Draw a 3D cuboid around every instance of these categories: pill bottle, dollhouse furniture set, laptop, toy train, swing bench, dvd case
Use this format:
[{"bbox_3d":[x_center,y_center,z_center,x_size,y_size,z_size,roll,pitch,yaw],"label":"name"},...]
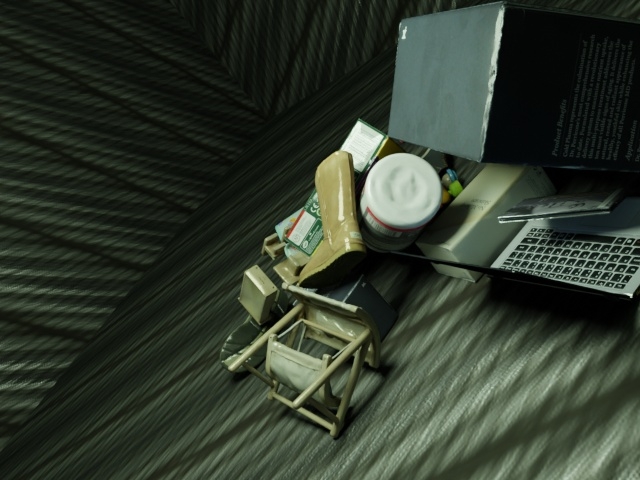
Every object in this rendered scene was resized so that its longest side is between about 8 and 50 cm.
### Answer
[{"bbox_3d":[0.175,-0.072,1.630,0.176,0.176,0.318,-46,-8,-14],"label":"pill bottle"},{"bbox_3d":[-0.104,0.111,1.951,0.242,0.212,0.161,-31,-23,-30],"label":"dollhouse furniture set"},{"bbox_3d":[0.425,-0.023,1.307,0.408,0.236,0.382,-47,22,-16],"label":"laptop"},{"bbox_3d":[0.334,-0.117,1.862,0.143,0.105,0.248,-24,23,5],"label":"toy train"},{"bbox_3d":[-0.021,0.254,1.502,0.253,0.165,0.255,15,65,49],"label":"swing bench"},{"bbox_3d":[0.498,-0.073,1.379,0.221,0.018,0.164,-4,14,38],"label":"dvd case"}]

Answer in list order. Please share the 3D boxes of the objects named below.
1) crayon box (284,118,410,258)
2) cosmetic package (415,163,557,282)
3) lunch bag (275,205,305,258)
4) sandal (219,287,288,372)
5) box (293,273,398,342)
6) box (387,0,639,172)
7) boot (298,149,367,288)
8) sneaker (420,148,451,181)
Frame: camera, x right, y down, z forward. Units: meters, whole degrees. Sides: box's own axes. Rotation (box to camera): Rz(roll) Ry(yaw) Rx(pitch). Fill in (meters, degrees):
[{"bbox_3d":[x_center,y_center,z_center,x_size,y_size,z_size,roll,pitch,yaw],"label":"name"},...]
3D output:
[{"bbox_3d":[0.093,-0.116,1.826,0.363,0.106,0.313,-58,-20,7],"label":"crayon box"},{"bbox_3d":[0.392,-0.056,1.603,0.309,0.113,0.160,-45,21,-14],"label":"cosmetic package"},{"bbox_3d":[0.000,0.000,2.107,0.223,0.160,0.262,-33,36,7],"label":"lunch bag"},{"bbox_3d":[-0.185,0.270,1.977,0.303,0.120,0.086,-55,-3,-37],"label":"sandal"},{"bbox_3d":[0.060,0.172,1.657,0.108,0.153,0.207,-51,23,-25],"label":"box"},{"bbox_3d":[0.458,-0.325,1.455,0.480,0.471,0.297,-137,52,-69],"label":"box"},{"bbox_3d":[0.019,-0.043,1.618,0.236,0.089,0.270,-36,51,40],"label":"boot"},{"bbox_3d":[0.376,-0.238,2.070,0.118,0.083,0.222,18,51,44],"label":"sneaker"}]
